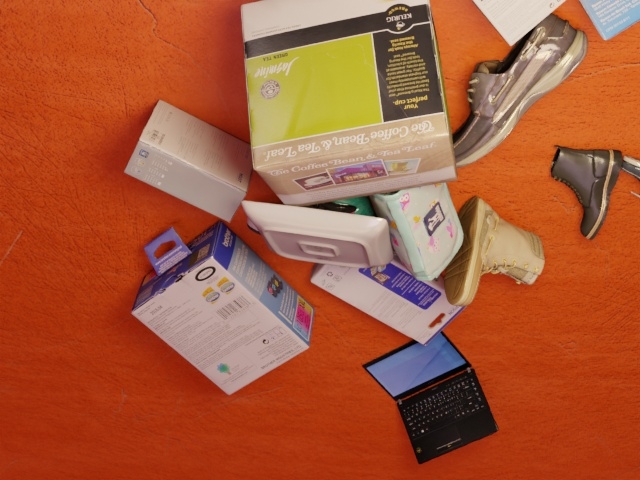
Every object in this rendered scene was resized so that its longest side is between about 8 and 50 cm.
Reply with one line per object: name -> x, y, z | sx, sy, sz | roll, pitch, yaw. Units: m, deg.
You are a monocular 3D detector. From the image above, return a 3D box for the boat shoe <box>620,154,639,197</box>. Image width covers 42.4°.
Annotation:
boat shoe -> 0.713, -0.097, 1.701 | 0.254, 0.095, 0.079 | 22, 113, -22

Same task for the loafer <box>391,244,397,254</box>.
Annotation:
loafer -> 0.228, 0.025, 1.819 | 0.251, 0.094, 0.087 | 10, 125, -5

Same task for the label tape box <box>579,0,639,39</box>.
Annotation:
label tape box -> 0.499, -0.553, 1.382 | 0.249, 0.115, 0.348 | -31, 115, 23

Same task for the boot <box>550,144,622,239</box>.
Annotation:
boot -> 0.535, -0.106, 1.726 | 0.137, 0.077, 0.198 | 9, 112, 3

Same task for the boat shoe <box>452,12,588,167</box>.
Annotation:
boat shoe -> 0.343, -0.292, 1.583 | 0.130, 0.132, 0.355 | 40, 110, -11

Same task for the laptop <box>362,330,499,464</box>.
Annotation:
laptop -> 0.271, 0.390, 2.049 | 0.234, 0.264, 0.136 | -30, 154, 24

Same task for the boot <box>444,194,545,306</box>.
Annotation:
boot -> 0.371, 0.055, 1.739 | 0.203, 0.262, 0.095 | 29, 143, -18

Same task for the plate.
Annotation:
plate -> 0.000, 0.000, 1.624 | 0.277, 0.045, 0.278 | 7, 165, 10

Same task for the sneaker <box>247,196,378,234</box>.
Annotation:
sneaker -> -0.019, -0.090, 1.745 | 0.295, 0.124, 0.179 | 5, 116, 14

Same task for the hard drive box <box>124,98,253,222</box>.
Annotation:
hard drive box -> -0.256, -0.164, 1.672 | 0.232, 0.181, 0.089 | 26, 123, -13

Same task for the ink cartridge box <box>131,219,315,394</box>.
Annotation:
ink cartridge box -> -0.240, 0.142, 1.905 | 0.270, 0.151, 0.395 | -33, 118, 24

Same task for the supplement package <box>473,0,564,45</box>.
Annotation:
supplement package -> 0.290, -0.481, 1.410 | 0.134, 0.139, 0.244 | -40, 119, 18

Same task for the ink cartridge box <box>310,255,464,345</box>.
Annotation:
ink cartridge box -> 0.158, 0.105, 1.902 | 0.332, 0.065, 0.165 | 31, 121, -15

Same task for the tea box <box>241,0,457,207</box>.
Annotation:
tea box -> 0.054, -0.259, 1.461 | 0.328, 0.324, 0.220 | -8, 162, 11

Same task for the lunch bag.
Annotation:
lunch bag -> 0.185, -0.073, 1.652 | 0.160, 0.262, 0.223 | -15, 122, 15
